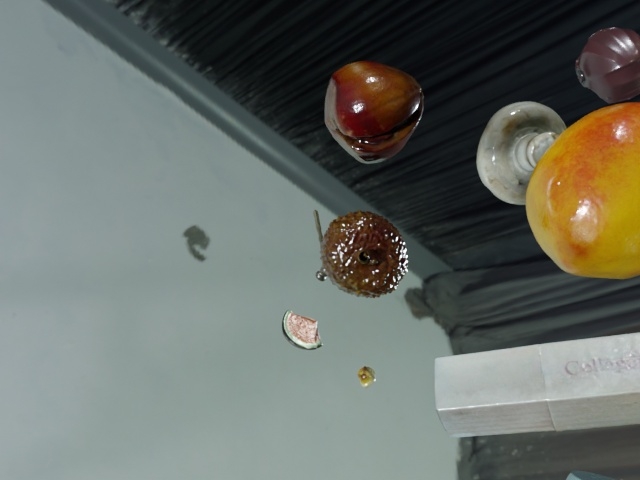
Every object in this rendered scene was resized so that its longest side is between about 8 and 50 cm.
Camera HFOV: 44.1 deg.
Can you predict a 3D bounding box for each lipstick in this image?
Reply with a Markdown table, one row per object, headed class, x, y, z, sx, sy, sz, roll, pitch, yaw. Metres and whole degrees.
| class | x | y | z | sx | sy | sz | roll | pitch | yaw |
| --- | --- | --- | --- | --- | --- | --- | --- | --- | --- |
| lipstick | 0.315 | 0.156 | 0.873 | 0.080 | 0.371 | 0.076 | 61 | 26 | -46 |

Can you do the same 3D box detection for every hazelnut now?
| class | x | y | z | sx | sy | sz | roll | pitch | yaw |
| --- | --- | --- | --- | --- | --- | --- | --- | --- | --- |
| hazelnut | 0.096 | -0.226 | 1.385 | 0.204 | 0.177 | 0.178 | 64 | 31 | -52 |

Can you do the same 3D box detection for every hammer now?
| class | x | y | z | sx | sy | sz | roll | pitch | yaw |
| --- | --- | --- | --- | --- | --- | --- | --- | --- | --- |
| hammer | 0.000 | 0.000 | 1.984 | 0.029 | 0.058 | 0.292 | 33 | 22 | -24 |

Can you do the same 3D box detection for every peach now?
| class | x | y | z | sx | sy | sz | roll | pitch | yaw |
| --- | --- | --- | --- | --- | --- | --- | --- | --- | --- |
| peach | 0.523 | -0.096 | 1.427 | 0.289 | 0.288 | 0.308 | -36 | 143 | -49 |

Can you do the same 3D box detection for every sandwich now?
| class | x | y | z | sx | sy | sz | roll | pitch | yaw |
| --- | --- | --- | --- | --- | --- | --- | --- | --- | --- |
| sandwich | -0.038 | 0.190 | 1.629 | 0.026 | 0.101 | 0.069 | 87 | 28 | -55 |

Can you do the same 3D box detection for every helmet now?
| class | x | y | z | sx | sy | sz | roll | pitch | yaw |
| --- | --- | --- | --- | --- | --- | --- | --- | --- | --- |
| helmet | 0.406 | -0.254 | 1.094 | 0.123 | 0.098 | 0.070 | 60 | 1 | 36 |

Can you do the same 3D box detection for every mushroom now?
| class | x | y | z | sx | sy | sz | roll | pitch | yaw |
| --- | --- | --- | --- | --- | --- | --- | --- | --- | --- |
| mushroom | 0.492 | -0.201 | 1.833 | 0.243 | 0.243 | 0.244 | 22 | 59 | -41 |

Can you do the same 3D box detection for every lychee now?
| class | x | y | z | sx | sy | sz | roll | pitch | yaw |
| --- | --- | --- | --- | --- | --- | --- | --- | --- | --- |
| lychee | 0.092 | 0.032 | 1.677 | 0.238 | 0.200 | 0.200 | -51 | 118 | -83 |

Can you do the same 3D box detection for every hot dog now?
| class | x | y | z | sx | sy | sz | roll | pitch | yaw |
| --- | --- | --- | --- | --- | --- | --- | --- | --- | --- |
| hot dog | 0.096 | 0.285 | 1.674 | 0.034 | 0.030 | 0.090 | 49 | 5 | 1 |

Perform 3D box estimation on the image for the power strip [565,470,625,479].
| class | x | y | z | sx | sy | sz | roll | pitch | yaw |
| --- | --- | --- | --- | --- | --- | --- | --- | --- | --- |
| power strip | 0.429 | 0.379 | 1.129 | 0.253 | 0.167 | 0.054 | 53 | 55 | -85 |
